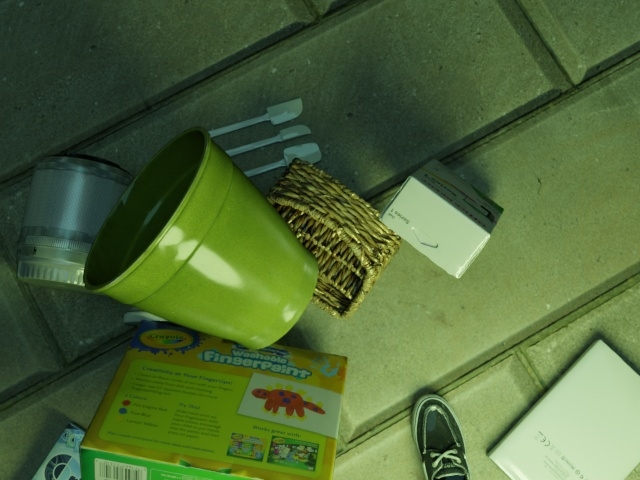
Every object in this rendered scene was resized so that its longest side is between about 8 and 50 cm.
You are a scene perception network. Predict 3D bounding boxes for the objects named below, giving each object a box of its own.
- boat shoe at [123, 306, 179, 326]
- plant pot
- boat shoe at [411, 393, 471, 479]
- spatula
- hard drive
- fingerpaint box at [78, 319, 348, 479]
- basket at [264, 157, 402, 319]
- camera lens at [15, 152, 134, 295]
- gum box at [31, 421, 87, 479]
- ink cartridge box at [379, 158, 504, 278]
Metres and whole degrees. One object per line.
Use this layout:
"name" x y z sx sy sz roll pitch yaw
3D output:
"boat shoe" -0.299 0.139 1.771 0.258 0.095 0.084 -4 75 -12
"plant pot" -0.204 0.030 1.584 0.353 0.366 0.366 37 79 -26
"boat shoe" 0.260 0.471 1.696 0.108 0.102 0.301 -7 79 -2
"spatula" -0.134 -0.221 1.873 0.242 0.019 0.168 -18 80 -4
"hard drive" 0.562 0.418 1.738 0.353 0.047 0.233 -44 82 -8
"fingerpaint box" -0.188 0.361 1.582 0.445 0.371 0.163 10 122 1
"basket" 0.000 0.000 1.731 0.299 0.213 0.223 37 80 7
"camera lens" -0.517 -0.035 1.730 0.220 0.219 0.274 8 79 1
"gum box" -0.513 0.504 1.713 0.157 0.041 0.184 32 79 5
"ink cartridge box" 0.261 -0.055 1.705 0.201 0.278 0.117 37 111 7
